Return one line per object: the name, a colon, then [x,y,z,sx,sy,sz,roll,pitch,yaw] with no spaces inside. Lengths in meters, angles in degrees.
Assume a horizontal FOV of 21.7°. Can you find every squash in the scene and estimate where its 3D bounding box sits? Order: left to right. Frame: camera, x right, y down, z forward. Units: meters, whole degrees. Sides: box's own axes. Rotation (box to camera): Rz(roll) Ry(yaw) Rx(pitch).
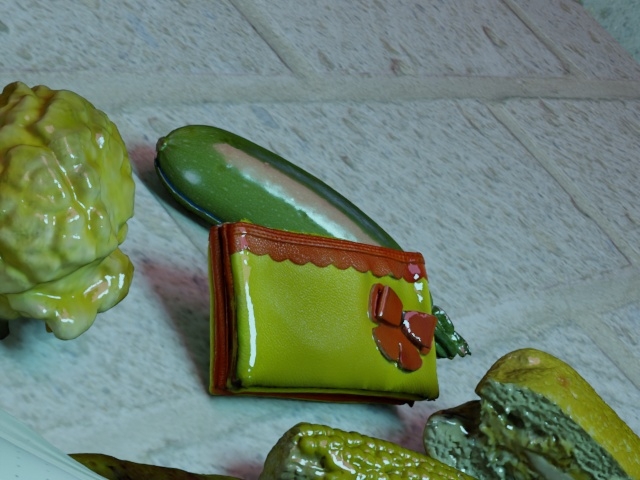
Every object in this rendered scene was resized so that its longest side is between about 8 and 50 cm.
squash: [0.000,0.000,1.488,0.341,0.094,0.094,34,25,-10]

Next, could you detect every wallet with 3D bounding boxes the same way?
wallet: [0.008,0.061,1.352,0.241,0.067,0.141,9,75,-48]

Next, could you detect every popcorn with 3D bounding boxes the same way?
popcorn: [-0.198,-0.021,1.160,0.180,0.170,0.180,27,11,-6]

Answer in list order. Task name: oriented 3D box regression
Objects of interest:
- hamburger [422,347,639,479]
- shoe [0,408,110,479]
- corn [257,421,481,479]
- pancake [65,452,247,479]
hamburger: [0.213,0.210,1.391,0.283,0.144,0.156,44,17,-5]
shoe: [-0.145,0.178,0.817,0.363,0.132,0.160,31,8,28]
corn: [0.069,0.205,1.239,0.261,0.097,0.097,26,28,-29]
pancake: [-0.029,0.261,1.037,0.427,0.067,0.305,40,26,-7]
